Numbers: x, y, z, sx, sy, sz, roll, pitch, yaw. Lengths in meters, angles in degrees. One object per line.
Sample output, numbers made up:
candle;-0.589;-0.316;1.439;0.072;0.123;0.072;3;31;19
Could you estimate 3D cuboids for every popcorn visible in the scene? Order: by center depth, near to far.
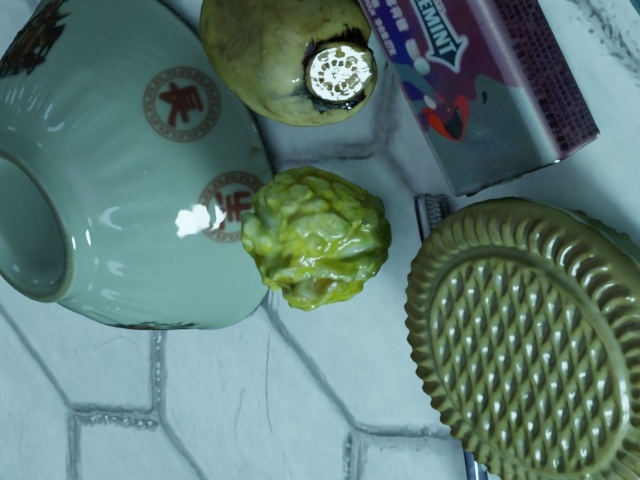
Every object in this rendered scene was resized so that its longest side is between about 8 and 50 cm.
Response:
popcorn;0.000;0.000;1.485;0.106;0.116;0.121;7;119;26

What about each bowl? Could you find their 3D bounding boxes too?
bowl;-0.204;-0.046;1.642;0.337;0.157;0.337;27;132;35

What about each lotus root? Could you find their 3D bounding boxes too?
lotus root;-0.030;-0.154;1.419;0.221;0.118;0.125;36;123;56

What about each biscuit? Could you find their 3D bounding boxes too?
biscuit;0.170;0.086;1.375;0.259;0.079;0.259;25;128;36

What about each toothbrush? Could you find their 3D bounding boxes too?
toothbrush;0.109;0.095;1.496;0.026;0.024;0.288;3;115;32

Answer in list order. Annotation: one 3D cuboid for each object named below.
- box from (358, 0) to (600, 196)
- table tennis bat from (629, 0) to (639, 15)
box;0.096;-0.149;1.320;0.120;0.069;0.224;-21;97;51
table tennis bat;0.263;-0.147;1.163;0.237;0.038;0.149;53;141;14
